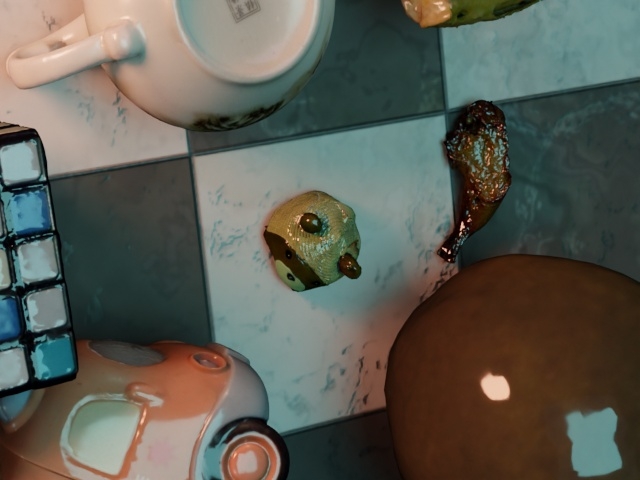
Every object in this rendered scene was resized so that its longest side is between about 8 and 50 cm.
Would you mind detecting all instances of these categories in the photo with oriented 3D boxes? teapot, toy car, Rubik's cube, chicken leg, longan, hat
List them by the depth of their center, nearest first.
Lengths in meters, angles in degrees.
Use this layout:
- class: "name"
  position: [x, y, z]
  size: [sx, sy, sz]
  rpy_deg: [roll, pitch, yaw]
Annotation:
- class: "Rubik's cube"
  position: [-0.296, 0.019, 1.265]
  size: [0.187, 0.184, 0.182]
  rpy_deg: [-13, 102, -27]
- class: "toy car"
  position: [-0.166, 0.188, 1.372]
  size: [0.212, 0.180, 0.270]
  rpy_deg: [23, 85, -20]
- class: "teapot"
  position: [-0.098, -0.183, 1.384]
  size: [0.298, 0.139, 0.204]
  rpy_deg: [-22, 108, -28]
- class: "hat"
  position: [0.000, 0.000, 1.505]
  size: [0.076, 0.059, 0.077]
  rpy_deg: [-30, 105, -29]
- class: "longan"
  position: [0.193, 0.150, 1.514]
  size: [0.297, 0.297, 0.297]
  rpy_deg: [-4, 98, -29]
- class: "chicken leg"
  position: [0.136, -0.052, 1.590]
  size: [0.062, 0.037, 0.145]
  rpy_deg: [2, 95, -8]

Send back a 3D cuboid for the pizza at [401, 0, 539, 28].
- class: "pizza"
  position: [0.223, -0.390, 1.451]
  size: [0.440, 0.130, 0.406]
  rpy_deg: [-41, 145, -31]
